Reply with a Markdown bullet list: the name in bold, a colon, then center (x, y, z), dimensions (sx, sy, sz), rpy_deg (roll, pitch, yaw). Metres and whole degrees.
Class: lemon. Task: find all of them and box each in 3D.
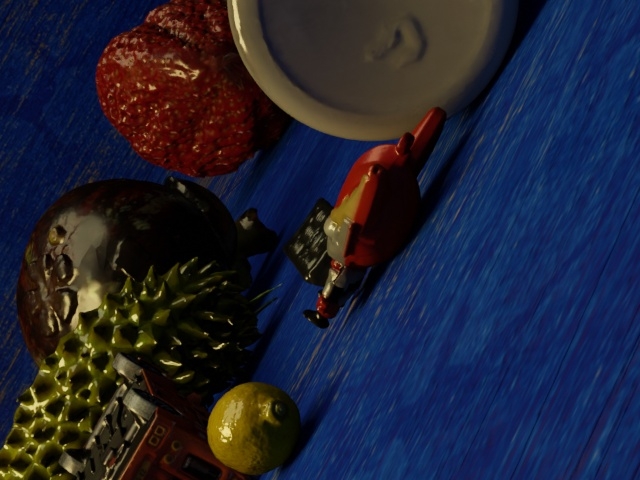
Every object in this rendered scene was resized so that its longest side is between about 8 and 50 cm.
- **lemon**: center (-0.044, 0.126, 1.318), dimensions (0.083, 0.062, 0.062), rpy_deg (-40, 21, 56)

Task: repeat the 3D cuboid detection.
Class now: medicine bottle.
- **medicine bottle**: center (0.036, -0.208, 1.515), dimensions (0.208, 0.208, 0.339), rpy_deg (-58, 8, 12)

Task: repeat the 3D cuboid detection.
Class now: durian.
- **durian**: center (-0.180, 0.170, 1.706), dimensions (0.351, 0.158, 0.169), rpy_deg (-61, -5, 14)

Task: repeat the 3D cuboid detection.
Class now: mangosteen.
- **mangosteen**: center (-0.156, 0.046, 1.916), dimensions (0.289, 0.231, 0.231), rpy_deg (-13, -26, -38)

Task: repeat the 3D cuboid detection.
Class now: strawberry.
- **strawberry**: center (-0.146, -0.199, 2.503), dimensions (0.250, 0.238, 0.288), rpy_deg (-42, 11, -22)

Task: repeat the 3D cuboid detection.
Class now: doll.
- **doll**: center (0.035, -0.009, 1.365), dimensions (0.109, 0.057, 0.169), rpy_deg (-43, -23, -51)

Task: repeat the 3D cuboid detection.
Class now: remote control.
- **remote control**: center (0.000, 0.000, 1.638), dimensions (0.063, 0.025, 0.245), rpy_deg (-58, 8, 3)

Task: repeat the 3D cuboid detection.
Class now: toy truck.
- **toy truck**: center (-0.127, 0.169, 1.490), dimensions (0.107, 0.114, 0.253), rpy_deg (-61, 10, 1)

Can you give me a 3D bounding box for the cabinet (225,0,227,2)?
- **cabinet**: center (0.002, -0.323, 2.125), dimensions (0.148, 0.215, 0.175), rpy_deg (-63, 8, -34)
